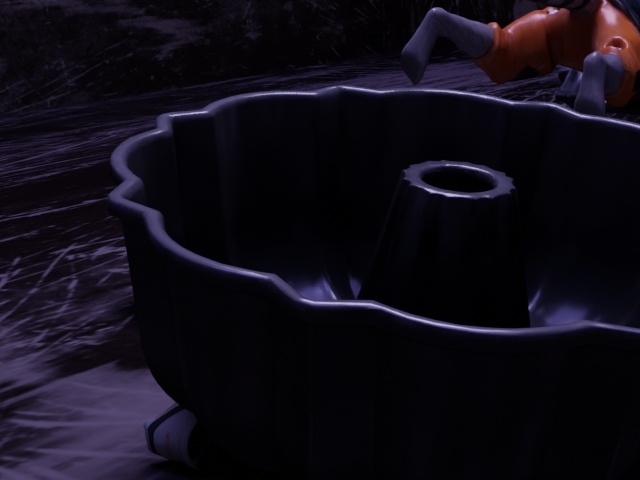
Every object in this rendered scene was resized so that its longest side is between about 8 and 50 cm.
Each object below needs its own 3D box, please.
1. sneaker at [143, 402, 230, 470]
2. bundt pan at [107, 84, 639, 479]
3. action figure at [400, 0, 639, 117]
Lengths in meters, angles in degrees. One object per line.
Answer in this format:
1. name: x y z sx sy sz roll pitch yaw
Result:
1. sneaker: -0.051 0.087 0.651 0.044 0.040 0.109 1 13 35
2. bundt pan: 0.060 0.025 0.596 0.331 0.124 0.331 4 23 -2
3. action figure: 0.287 -0.178 1.017 0.330 0.178 0.341 -23 21 -37
